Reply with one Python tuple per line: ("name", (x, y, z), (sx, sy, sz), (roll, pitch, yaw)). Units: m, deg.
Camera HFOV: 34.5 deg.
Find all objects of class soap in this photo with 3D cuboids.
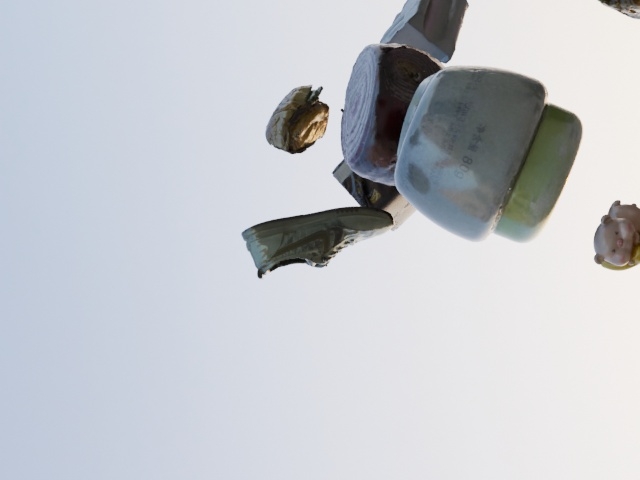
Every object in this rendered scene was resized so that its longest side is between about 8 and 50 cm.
("soap", (0.250, -0.528, 2.740), (0.159, 0.258, 0.302), (34, -139, -9))

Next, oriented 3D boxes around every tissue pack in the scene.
("tissue pack", (0.220, -0.216, 2.594), (0.198, 0.370, 0.210), (48, -172, 20))

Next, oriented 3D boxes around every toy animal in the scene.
("toy animal", (0.460, -0.010, 1.570), (0.082, 0.091, 0.114), (25, -100, -40))

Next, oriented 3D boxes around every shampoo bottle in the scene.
("shampoo bottle", (0.302, -0.161, 1.912), (0.317, 0.323, 0.322), (22, -141, 4))

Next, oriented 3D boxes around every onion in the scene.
("onion", (0.195, -0.283, 2.288), (0.260, 0.282, 0.337), (8, -133, -11))

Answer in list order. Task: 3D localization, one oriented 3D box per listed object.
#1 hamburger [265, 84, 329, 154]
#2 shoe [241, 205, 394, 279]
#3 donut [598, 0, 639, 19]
("hamburger", (-0.039, -0.224, 1.790), (0.087, 0.102, 0.176), (18, -154, 17))
("shoe", (0.000, 0.000, 1.845), (0.103, 0.274, 0.098), (93, 167, -86))
("donut", (0.638, -0.607, 2.024), (0.159, 0.330, 0.330), (4, -119, -41))
